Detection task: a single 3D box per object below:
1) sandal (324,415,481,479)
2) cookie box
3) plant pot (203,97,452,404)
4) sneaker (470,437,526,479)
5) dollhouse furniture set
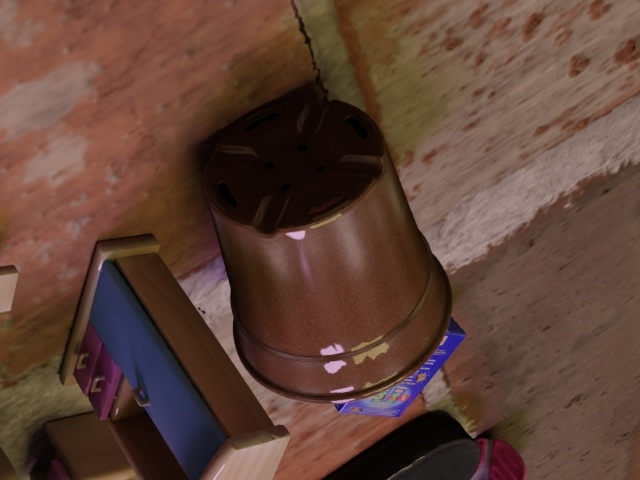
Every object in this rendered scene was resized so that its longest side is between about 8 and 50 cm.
[{"bbox_3d":[-0.016,0.342,1.371,0.446,0.107,0.167,-36,146,-3],"label":"sandal"},{"bbox_3d":[0.066,0.108,1.233,0.092,0.040,0.107,12,122,-48],"label":"cookie box"},{"bbox_3d":[0.000,0.000,0.956,0.167,0.167,0.165,-30,138,-12],"label":"plant pot"},{"bbox_3d":[0.137,0.333,1.503,0.252,0.103,0.111,-39,144,3],"label":"sneaker"},{"bbox_3d":[-0.225,0.164,0.897,0.303,0.198,0.286,-9,136,-35],"label":"dollhouse furniture set"}]
